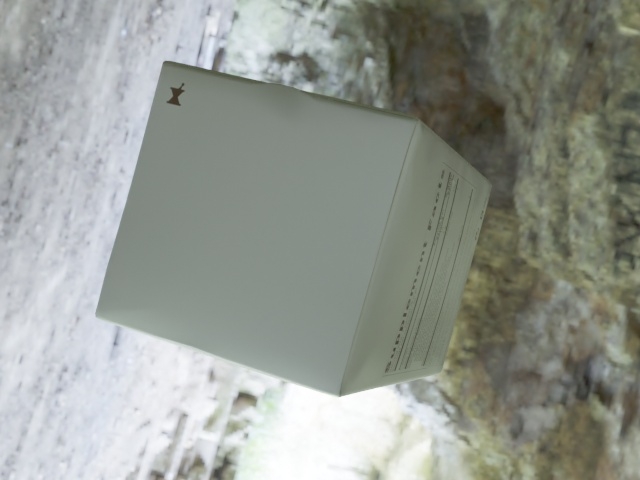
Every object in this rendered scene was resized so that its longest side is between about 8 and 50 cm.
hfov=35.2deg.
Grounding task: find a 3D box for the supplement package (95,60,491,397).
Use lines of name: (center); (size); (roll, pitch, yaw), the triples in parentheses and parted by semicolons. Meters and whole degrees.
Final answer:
supplement package: (0.000, 0.000, 0.741); (0.293, 0.177, 0.175); (14, 91, -71)
